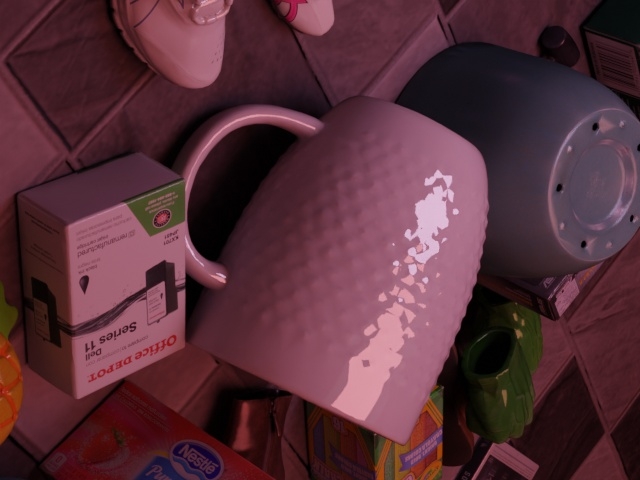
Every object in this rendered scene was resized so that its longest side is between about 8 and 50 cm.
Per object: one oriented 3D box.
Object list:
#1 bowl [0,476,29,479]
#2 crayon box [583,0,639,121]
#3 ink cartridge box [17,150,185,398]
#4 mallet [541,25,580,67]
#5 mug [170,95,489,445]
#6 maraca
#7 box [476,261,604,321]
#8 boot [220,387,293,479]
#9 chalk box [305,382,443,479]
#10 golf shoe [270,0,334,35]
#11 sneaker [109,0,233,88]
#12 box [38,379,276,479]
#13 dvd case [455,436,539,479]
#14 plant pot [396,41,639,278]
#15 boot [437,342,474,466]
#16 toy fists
[{"bbox_3d":[-0.323,0.363,1.507,0.311,0.163,0.312,-10,112,-26],"label":"bowl"},{"bbox_3d":[0.544,-0.278,2.225,0.313,0.106,0.363,-49,142,-19],"label":"crayon box"},{"bbox_3d":[-0.218,0.036,1.529,0.153,0.087,0.208,-26,131,-38],"label":"ink cartridge box"},{"bbox_3d":[0.276,-0.204,2.015,0.190,0.039,0.062,-50,142,-10],"label":"mallet"},{"bbox_3d":[0.000,0.000,1.652,0.374,0.276,0.328,28,83,-23],"label":"mug"},{"bbox_3d":[-0.335,0.123,1.442,0.127,0.099,0.186,26,65,-59],"label":"maraca"},{"bbox_3d":[0.308,-0.022,2.040,0.231,0.183,0.056,-49,140,-18],"label":"box"},{"bbox_3d":[-0.123,0.286,1.802,0.248,0.090,0.207,-7,109,-60],"label":"boot"},{"bbox_3d":[0.073,0.274,1.986,0.132,0.132,0.213,-32,134,-33],"label":"chalk box"},{"bbox_3d":[-0.015,-0.280,1.576,0.067,0.086,0.186,-47,142,-21],"label":"golf shoe"},{"bbox_3d":[-0.126,-0.267,1.415,0.111,0.129,0.297,-36,137,-34],"label":"sneaker"},{"bbox_3d":[-0.137,0.301,1.613,0.142,0.300,0.154,-45,139,-22],"label":"box"},{"bbox_3d":[0.242,0.428,2.372,0.239,0.029,0.179,-59,143,-5],"label":"dvd case"},{"bbox_3d":[0.260,-0.084,1.840,0.293,0.235,0.293,-11,108,-36],"label":"plant pot"},{"bbox_3d":[0.150,0.169,2.071,0.115,0.112,0.305,-71,152,-44],"label":"boot"},{"bbox_3d":[0.250,0.159,2.085,0.279,0.096,0.142,-72,147,-52],"label":"toy fists"}]
